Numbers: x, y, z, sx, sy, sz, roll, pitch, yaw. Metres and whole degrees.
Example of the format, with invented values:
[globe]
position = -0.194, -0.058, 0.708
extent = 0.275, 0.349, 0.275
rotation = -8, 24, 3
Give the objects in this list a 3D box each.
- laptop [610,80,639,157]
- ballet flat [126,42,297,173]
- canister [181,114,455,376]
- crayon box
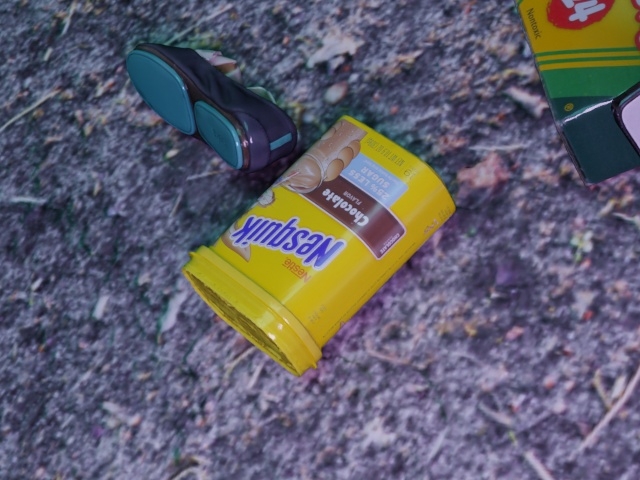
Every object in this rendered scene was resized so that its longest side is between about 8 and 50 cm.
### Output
[laptop]
position = 0.450, -0.012, 1.017
extent = 0.382, 0.408, 0.236
rotation = -36, 13, -2
[ballet flat]
position = -0.082, -0.111, 1.496
extent = 0.074, 0.074, 0.203
rotation = -43, 41, -8
[canister]
position = 0.000, 0.000, 1.355
extent = 0.170, 0.073, 0.126
rotation = -45, 48, -11
[crayon box]
position = 0.301, -0.189, 1.331
extent = 0.319, 0.081, 0.202
rotation = -22, 47, 11
